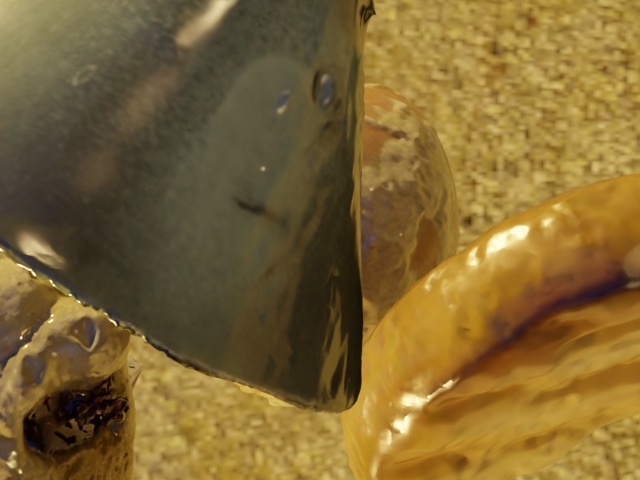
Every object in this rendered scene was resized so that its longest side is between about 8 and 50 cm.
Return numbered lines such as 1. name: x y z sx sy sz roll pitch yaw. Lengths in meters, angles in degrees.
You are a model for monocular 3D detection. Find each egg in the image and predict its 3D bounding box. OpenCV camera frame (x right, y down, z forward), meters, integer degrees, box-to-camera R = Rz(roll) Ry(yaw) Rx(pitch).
1. egg: 0.000 0.000 1.145 0.195 0.195 0.233 1 69 45

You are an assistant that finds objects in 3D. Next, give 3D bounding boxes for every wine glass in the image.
1. wine glass: 0.017 -0.165 0.656 0.267 0.267 0.406 44 104 35

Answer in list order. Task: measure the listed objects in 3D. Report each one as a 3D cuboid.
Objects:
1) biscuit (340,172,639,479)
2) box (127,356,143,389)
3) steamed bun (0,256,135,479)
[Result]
1. biscuit: 0.135 0.044 0.878 0.213 0.274 0.091 77 171 -59
2. box: -0.181 0.134 1.289 0.050 0.036 0.117 28 118 7
3. steamed bun: -0.188 0.088 1.072 0.172 0.141 0.155 37 118 17
